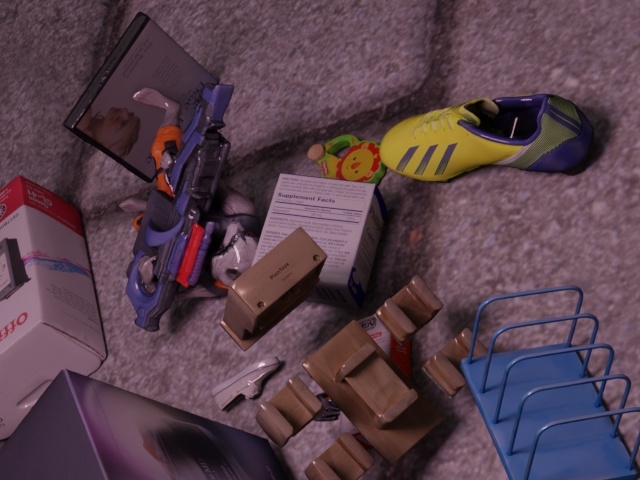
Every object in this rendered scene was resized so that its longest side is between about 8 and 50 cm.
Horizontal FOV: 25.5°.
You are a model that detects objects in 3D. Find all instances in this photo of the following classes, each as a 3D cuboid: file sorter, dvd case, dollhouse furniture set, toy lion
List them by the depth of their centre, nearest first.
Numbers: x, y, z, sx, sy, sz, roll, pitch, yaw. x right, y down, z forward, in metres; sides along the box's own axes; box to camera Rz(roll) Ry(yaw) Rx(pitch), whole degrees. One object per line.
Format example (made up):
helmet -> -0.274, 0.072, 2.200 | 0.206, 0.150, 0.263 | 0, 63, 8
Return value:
file sorter -> 0.220, 0.138, 1.332 | 0.118, 0.104, 0.170 | -7, 44, -13
dollhouse furniture set -> 0.016, 0.125, 1.486 | 0.212, 0.161, 0.242 | -40, 82, -16
toy lion -> 0.037, -0.095, 1.764 | 0.096, 0.034, 0.100 | -29, 45, 16
dvd case -> -0.240, -0.189, 1.933 | 0.022, 0.253, 0.180 | 33, 88, 22

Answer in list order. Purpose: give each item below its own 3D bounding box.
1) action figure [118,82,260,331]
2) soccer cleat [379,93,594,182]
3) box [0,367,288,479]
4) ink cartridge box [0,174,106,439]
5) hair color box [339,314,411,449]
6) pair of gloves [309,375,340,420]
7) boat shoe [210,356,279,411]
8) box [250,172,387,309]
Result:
action figure -> -0.146, -0.067, 1.812 | 0.330, 0.179, 0.341 | 53, 127, 43
soccer cleat -> 0.170, -0.126, 1.587 | 0.289, 0.121, 0.093 | 1, 65, 44
box -> -0.157, 0.319, 1.440 | 0.182, 0.294, 0.296 | -52, 40, 16
ink cartridge box -> -0.441, 0.093, 2.008 | 0.226, 0.131, 0.306 | -38, 42, 17
hair color box -> 0.061, 0.153, 1.557 | 0.072, 0.043, 0.141 | -21, 51, 32
pair of gloves -> 0.008, 0.168, 1.622 | 0.074, 0.010, 0.083 | -5, 61, 41
boat shoe -> -0.086, 0.174, 1.694 | 0.100, 0.035, 0.035 | -31, 72, 19
box -> 0.000, 0.000, 1.670 | 0.126, 0.072, 0.137 | 8, 67, 21
